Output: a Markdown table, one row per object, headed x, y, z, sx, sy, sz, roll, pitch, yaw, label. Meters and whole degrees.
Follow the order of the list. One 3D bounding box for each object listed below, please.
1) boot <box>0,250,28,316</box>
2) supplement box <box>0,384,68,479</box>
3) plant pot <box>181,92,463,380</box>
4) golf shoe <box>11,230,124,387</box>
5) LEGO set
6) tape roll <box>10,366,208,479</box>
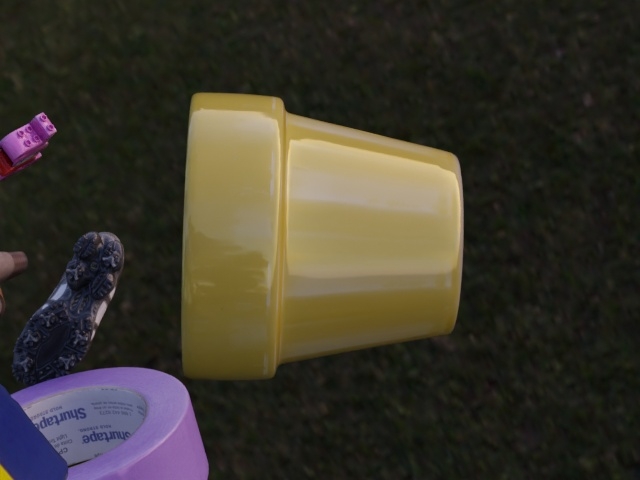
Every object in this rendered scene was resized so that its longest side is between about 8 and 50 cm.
| x | y | z | sx | sy | sz | roll | pitch | yaw | label |
| --- | --- | --- | --- | --- | --- | --- | --- | --- | --- |
| -0.276 | 0.041 | 1.352 | 0.087 | 0.118 | 0.042 | -16 | 69 | -44 | boot |
| -0.227 | 0.136 | 0.385 | 0.195 | 0.194 | 0.356 | -19 | 33 | 25 | supplement box |
| 0.000 | 0.000 | 1.586 | 0.239 | 0.254 | 0.254 | 2 | 53 | -1 | plant pot |
| -0.276 | 0.081 | 2.026 | 0.077 | 0.094 | 0.198 | 33 | 95 | 1 | golf shoe |
| -0.301 | -0.074 | 1.371 | 0.227 | 0.087 | 0.093 | -35 | -3 | -45 | LEGO set |
| -0.260 | 0.235 | 1.878 | 0.275 | 0.090 | 0.275 | -13 | 20 | 5 | tape roll |
